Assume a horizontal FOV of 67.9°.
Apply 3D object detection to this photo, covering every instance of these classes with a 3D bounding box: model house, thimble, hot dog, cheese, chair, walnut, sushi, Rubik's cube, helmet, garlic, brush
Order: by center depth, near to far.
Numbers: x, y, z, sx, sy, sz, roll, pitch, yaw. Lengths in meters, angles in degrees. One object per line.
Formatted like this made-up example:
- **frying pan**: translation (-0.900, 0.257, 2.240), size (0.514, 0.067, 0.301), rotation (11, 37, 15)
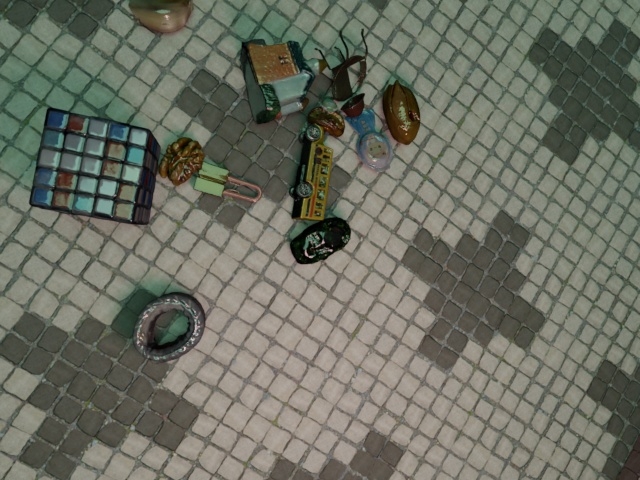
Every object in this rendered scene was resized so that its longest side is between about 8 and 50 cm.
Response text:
- **Rubik's cube**: translation (-0.673, -0.208, 1.465), size (0.291, 0.287, 0.294), rotation (11, 88, -11)
- **thimble**: translation (-0.491, 0.284, 1.564), size (0.205, 0.172, 0.237), rotation (33, 81, -7)
- **garlic**: translation (-0.565, -0.778, 1.595), size (0.266, 0.149, 0.129), rotation (6, 125, -16)
- **walnut**: translation (-0.473, -0.273, 1.605), size (0.142, 0.069, 0.170), rotation (28, 83, 16)
- **model house**: translation (-0.112, -0.561, 1.642), size (0.290, 0.184, 0.253), rotation (-18, 92, -12)
- **brush**: translation (-0.317, -0.191, 1.666), size (0.233, 0.047, 0.103), rotation (17, 86, -13)
- **sushi**: translation (0.000, 0.000, 1.693), size (0.224, 0.127, 0.124), rotation (-29, 97, -10)
- **chair**: translation (0.089, -0.619, 1.700), size (0.174, 0.149, 0.213), rotation (-26, 104, -41)
- **cheese**: translation (0.030, -0.496, 1.719), size (0.067, 0.121, 0.026), rotation (7, 131, -13)
- **hot dog**: translation (0.025, -0.434, 1.728), size (0.147, 0.065, 0.099), rotation (27, 51, -10)
- **helmet**: translation (0.131, -0.488, 1.753), size (0.111, 0.089, 0.057), rotation (-48, 120, -27)
- **walnut**: translation (0.299, -0.474, 1.763), size (0.137, 0.137, 0.246), rotation (-11, 83, -12)
- **cheese**: translation (0.189, -0.369, 1.771), size (0.135, 0.052, 0.245), rotation (-20, 83, -12)

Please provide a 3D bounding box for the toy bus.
- **toy bus**: translation (-0.030, -0.238, 1.692), size (0.122, 0.121, 0.336), rotation (10, 87, -19)
